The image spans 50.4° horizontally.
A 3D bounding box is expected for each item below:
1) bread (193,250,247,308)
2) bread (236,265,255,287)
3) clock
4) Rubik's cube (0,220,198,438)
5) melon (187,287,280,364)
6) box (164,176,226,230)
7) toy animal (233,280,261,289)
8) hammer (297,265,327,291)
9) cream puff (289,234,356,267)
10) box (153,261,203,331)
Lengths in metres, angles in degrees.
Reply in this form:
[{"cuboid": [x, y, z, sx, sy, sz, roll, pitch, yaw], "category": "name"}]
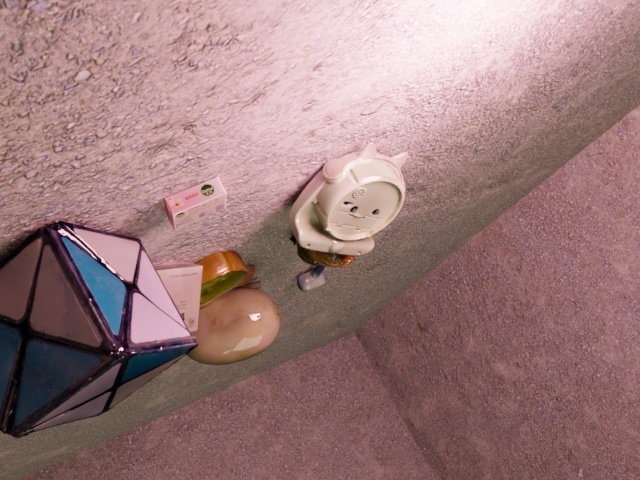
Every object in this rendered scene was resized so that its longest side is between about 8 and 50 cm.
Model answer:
[{"cuboid": [-0.314, 0.116, 1.909, 0.236, 0.070, 0.236, -29, 165, -8], "category": "bread"}, {"cuboid": [-0.242, 0.111, 2.096, 0.070, 0.035, 0.083, -10, 149, -52], "category": "bread"}, {"cuboid": [0.090, -0.105, 1.731, 0.265, 0.109, 0.324, 8, 131, -37], "category": "clock"}, {"cuboid": [-0.478, 0.173, 1.347, 0.307, 0.305, 0.310, -33, 164, 11], "category": "Rubik's cube"}, {"cuboid": [-0.273, 0.259, 2.066, 0.317, 0.223, 0.223, -17, 164, -3], "category": "melon"}, {"cuboid": [-0.262, -0.077, 1.436, 0.125, 0.043, 0.089, -24, 164, -18], "category": "box"}, {"cuboid": [-0.272, 0.227, 2.264, 0.168, 0.121, 0.233, 2, 144, -29], "category": "toy animal"}, {"cuboid": [-0.011, 0.112, 2.467, 0.116, 0.069, 0.194, -19, 156, -32], "category": "hammer"}, {"cuboid": [0.000, 0.000, 1.997, 0.169, 0.183, 0.183, -12, 178, 38], "category": "cream puff"}, {"cuboid": [-0.403, 0.151, 1.674, 0.062, 0.175, 0.260, 10, -172, 31], "category": "box"}]
